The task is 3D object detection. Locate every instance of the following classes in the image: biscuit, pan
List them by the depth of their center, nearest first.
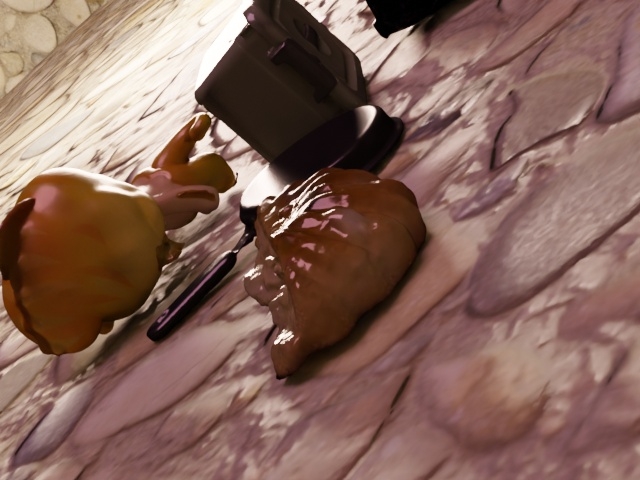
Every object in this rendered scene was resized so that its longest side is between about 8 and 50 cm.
[{"bbox_3d":[0.000,0.000,0.805,0.118,0.061,0.183,-37,17,4],"label":"biscuit"},{"bbox_3d":[-0.038,-0.018,0.978,0.235,0.028,0.136,-43,17,-11],"label":"pan"}]

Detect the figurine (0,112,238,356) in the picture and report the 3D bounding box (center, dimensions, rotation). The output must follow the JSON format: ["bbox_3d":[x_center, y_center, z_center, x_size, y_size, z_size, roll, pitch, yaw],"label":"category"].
[{"bbox_3d":[-0.157,-0.009,1.072,0.156,0.131,0.246,-9,20,32],"label":"figurine"}]

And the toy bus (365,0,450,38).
[{"bbox_3d":[0.142,-0.305,1.159,0.303,0.127,0.147,-35,14,14],"label":"toy bus"}]

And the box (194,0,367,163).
[{"bbox_3d":[-0.036,-0.132,1.123,0.093,0.124,0.172,-46,14,15],"label":"box"}]
